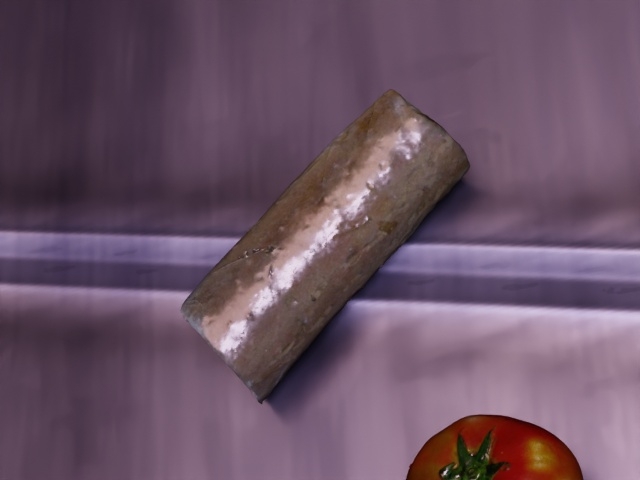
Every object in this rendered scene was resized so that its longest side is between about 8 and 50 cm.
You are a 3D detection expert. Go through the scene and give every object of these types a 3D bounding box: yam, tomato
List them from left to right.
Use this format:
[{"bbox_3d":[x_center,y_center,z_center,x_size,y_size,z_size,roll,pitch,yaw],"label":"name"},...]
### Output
[{"bbox_3d":[0.000,0.000,0.817,0.068,0.068,0.169,38,83,30],"label":"yam"},{"bbox_3d":[0.081,0.125,0.728,0.087,0.075,0.087,-18,48,21],"label":"tomato"}]
